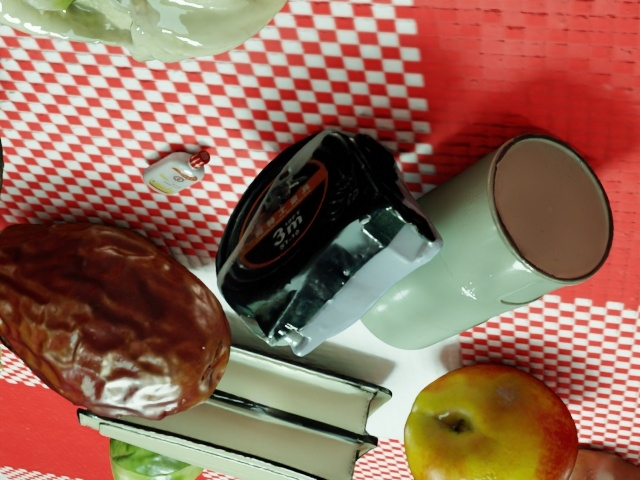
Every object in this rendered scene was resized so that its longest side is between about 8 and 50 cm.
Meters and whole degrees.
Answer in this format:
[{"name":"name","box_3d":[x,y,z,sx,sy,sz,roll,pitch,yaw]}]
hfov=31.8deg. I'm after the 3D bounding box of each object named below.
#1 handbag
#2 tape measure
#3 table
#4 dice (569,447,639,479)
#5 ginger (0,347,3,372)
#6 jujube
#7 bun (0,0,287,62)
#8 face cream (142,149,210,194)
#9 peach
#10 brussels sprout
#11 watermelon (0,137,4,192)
[{"name":"handbag","box_3d":[-0.113,0.215,1.418,0.358,0.160,0.237,18,157,-6]},{"name":"tape measure","box_3d":[-0.001,-0.002,0.944,0.107,0.181,0.182,36,112,-29]},{"name":"table","box_3d":[0.128,0.008,0.958,0.126,0.126,0.220,26,150,-21]},{"name":"dice","box_3d":[0.347,0.382,1.506,0.175,0.174,0.179,29,144,-25]},{"name":"ginger","box_3d":[-0.598,0.145,1.597,0.298,0.065,0.118,16,139,-6]},{"name":"jujube","box_3d":[-0.235,0.082,1.192,0.290,0.197,0.197,23,154,15]},{"name":"bun","box_3d":[-0.133,-0.200,0.663,0.259,0.160,0.259,12,149,7]},{"name":"face cream","box_3d":[-0.131,-0.066,1.051,0.040,0.021,0.083,30,147,-30]},{"name":"peach","box_3d":[0.196,0.236,1.291,0.190,0.190,0.192,-10,144,37]},{"name":"brussels sprout","box_3d":[-0.250,0.317,1.689,0.183,0.145,0.131,-13,116,32]},{"name":"watermelon","box_3d":[-0.385,-0.064,0.973,0.212,0.212,0.212,11,152,6]}]
